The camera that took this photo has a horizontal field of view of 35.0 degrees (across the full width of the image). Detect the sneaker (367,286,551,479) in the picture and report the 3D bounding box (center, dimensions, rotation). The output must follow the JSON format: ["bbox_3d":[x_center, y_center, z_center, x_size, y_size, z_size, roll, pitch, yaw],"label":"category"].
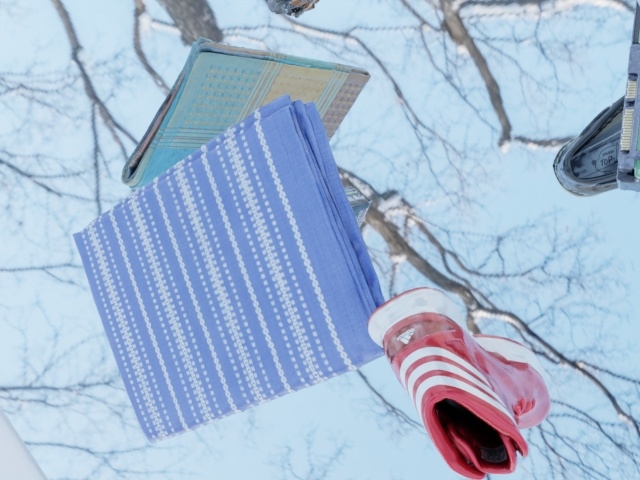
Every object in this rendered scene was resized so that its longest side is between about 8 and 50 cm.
[{"bbox_3d":[0.119,0.132,0.747,0.087,0.221,0.128,-37,-133,22],"label":"sneaker"}]

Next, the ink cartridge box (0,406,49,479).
[{"bbox_3d":[-0.227,0.091,0.444,0.160,0.092,0.219,-34,-105,-21],"label":"ink cartridge box"}]

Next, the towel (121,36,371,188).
[{"bbox_3d":[-0.109,-0.181,1.586,0.040,0.370,0.271,52,-57,28],"label":"towel"}]

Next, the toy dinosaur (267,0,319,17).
[{"bbox_3d":[0.002,-0.421,1.208,0.164,0.218,0.321,14,-71,21],"label":"toy dinosaur"}]

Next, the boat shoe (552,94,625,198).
[{"bbox_3d":[0.463,-0.161,1.337,0.340,0.113,0.127,-23,-97,16],"label":"boat shoe"}]

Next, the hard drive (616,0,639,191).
[{"bbox_3d":[0.480,-0.153,1.011,0.339,0.064,0.236,5,-101,18],"label":"hard drive"}]

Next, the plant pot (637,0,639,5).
[{"bbox_3d":[0.248,-0.195,0.526,0.212,0.187,0.212,-21,-104,-1],"label":"plant pot"}]

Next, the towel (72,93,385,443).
[{"bbox_3d":[-0.092,0.038,0.956,0.336,0.040,0.243,-26,-100,37],"label":"towel"}]

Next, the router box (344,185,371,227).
[{"bbox_3d":[0.000,0.000,1.191,0.038,0.092,0.122,38,-60,27],"label":"router box"}]
